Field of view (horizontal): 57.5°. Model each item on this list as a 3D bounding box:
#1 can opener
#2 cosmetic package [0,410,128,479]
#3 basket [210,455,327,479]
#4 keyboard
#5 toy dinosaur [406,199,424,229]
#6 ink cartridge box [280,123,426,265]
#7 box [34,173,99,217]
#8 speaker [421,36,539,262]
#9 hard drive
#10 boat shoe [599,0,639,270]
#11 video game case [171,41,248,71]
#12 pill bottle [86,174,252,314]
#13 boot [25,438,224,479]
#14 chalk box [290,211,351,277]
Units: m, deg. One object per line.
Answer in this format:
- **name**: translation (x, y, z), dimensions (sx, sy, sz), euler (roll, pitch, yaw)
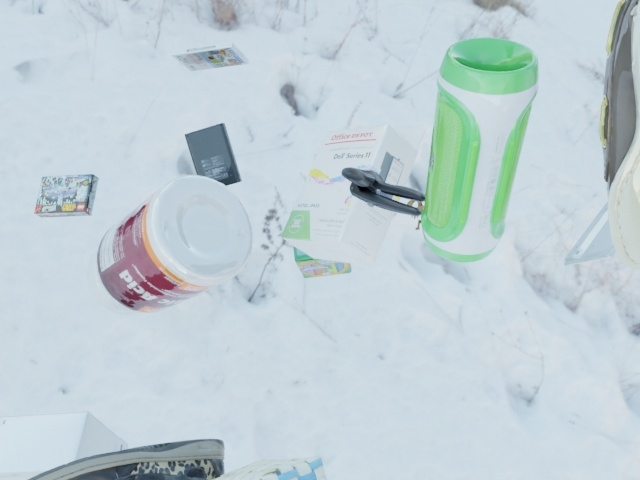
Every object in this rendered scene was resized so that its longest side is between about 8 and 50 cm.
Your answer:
- **can opener**: translation (0.108, -0.078, 0.998), dimensions (0.073, 0.059, 0.186), euler (3, 19, -40)
- **cosmetic package**: translation (-0.619, 0.515, 1.386), dimensions (0.224, 0.224, 0.138), euler (-6, 50, 8)
- **basket**: translation (-0.068, 0.497, 0.907), dimensions (0.201, 0.255, 0.288), euler (-9, 76, -44)
- **keyboard**: translation (0.465, -0.029, 0.926), dimensions (0.256, 0.072, 0.014), euler (-37, 107, -39)
- **toy dinosaur**: translation (0.294, -0.090, 1.572), dimensions (0.112, 0.064, 0.211), euler (7, 99, -27)
- **ink cartridge box**: translation (0.076, -0.133, 1.290), dimensions (0.119, 0.207, 0.353), euler (34, 71, -37)
- **box**: translation (-0.578, -0.102, 1.328), dimensions (0.137, 0.027, 0.093), euler (-2, 72, 15)
- **speaker**: translation (0.208, -0.112, 0.795), dimensions (0.131, 0.296, 0.131), euler (-1, 41, 1)
- **hard drive**: translation (-0.239, -0.184, 1.301), dimensions (0.022, 0.094, 0.135), euler (-51, 126, -74)
- **boat shoe**: translation (0.366, -0.122, 0.639), dimensions (0.117, 0.324, 0.096), euler (-8, 28, 9)
- **video game case**: translation (-0.209, -0.348, 1.111), dimensions (0.122, 0.087, 0.011), euler (-3, 85, 13)
- **pill bottle**: translation (-0.339, 0.030, 1.249), dimensions (0.224, 0.392, 0.224), euler (17, 62, -36)
- **boot**: translation (-0.307, 0.497, 0.964), dimensions (0.378, 0.138, 0.284), euler (7, 60, -43)
- **chalk box**: translation (0.000, 0.000, 1.978), dimensions (0.179, 0.289, 0.180), euler (-7, 70, 5)
